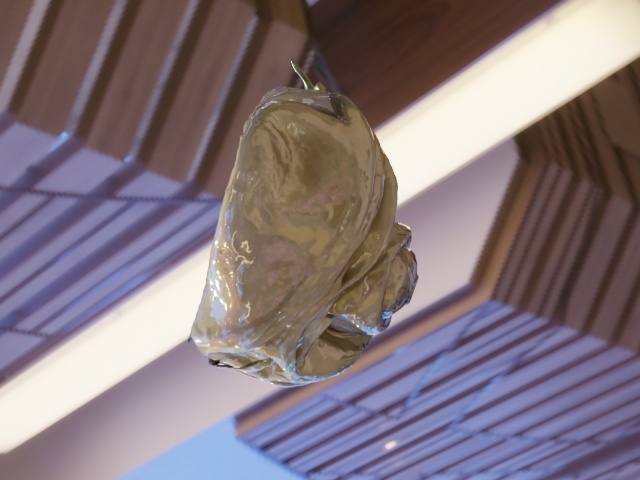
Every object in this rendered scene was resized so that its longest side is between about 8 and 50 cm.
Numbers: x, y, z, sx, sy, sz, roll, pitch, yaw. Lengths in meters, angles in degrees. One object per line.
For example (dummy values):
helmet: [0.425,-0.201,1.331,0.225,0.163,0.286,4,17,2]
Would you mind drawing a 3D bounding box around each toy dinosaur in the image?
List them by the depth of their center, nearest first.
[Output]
toy dinosaur: [-0.005,-0.147,1.458,0.120,0.060,0.029,51,-143,-1]

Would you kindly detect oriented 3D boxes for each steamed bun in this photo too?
steamed bun: [0.000,0.000,1.297,0.207,0.280,0.268,14,-157,-2]
